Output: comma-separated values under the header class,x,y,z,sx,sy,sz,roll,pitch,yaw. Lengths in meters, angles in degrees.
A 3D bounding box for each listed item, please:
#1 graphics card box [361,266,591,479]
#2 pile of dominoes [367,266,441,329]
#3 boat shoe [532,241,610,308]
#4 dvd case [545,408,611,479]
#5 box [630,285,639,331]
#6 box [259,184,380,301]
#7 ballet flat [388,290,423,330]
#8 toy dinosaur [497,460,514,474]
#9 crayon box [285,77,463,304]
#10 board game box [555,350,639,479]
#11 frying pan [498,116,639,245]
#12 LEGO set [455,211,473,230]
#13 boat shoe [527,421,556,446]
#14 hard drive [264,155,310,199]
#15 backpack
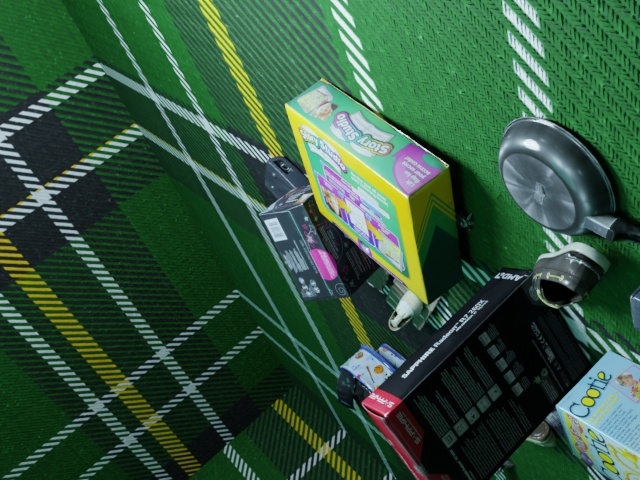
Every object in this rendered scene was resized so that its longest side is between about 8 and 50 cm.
class,x,y,z,sx,sy,sz,roll,pitch,yaw
graphics card box,0.273,0.247,1.238,0.233,0.371,0.094,55,162,-16
pile of dominoes,0.202,0.093,1.711,0.196,0.040,0.251,46,154,17
boat shoe,0.361,0.063,1.102,0.081,0.069,0.228,35,169,9
dvd case,0.559,0.415,1.467,0.221,0.018,0.164,46,161,18
box,0.456,0.061,0.700,0.232,0.183,0.059,33,156,47
box,0.000,0.000,1.702,0.163,0.142,0.247,-10,112,46
ballet flat,0.199,0.171,1.708,0.057,0.052,0.168,45,154,17
toy dinosaur,0.405,0.652,2.013,0.164,0.218,0.322,28,152,54
crayon box,0.105,-0.094,1.386,0.363,0.106,0.313,42,161,38
board game box,0.529,0.316,1.116,0.275,0.144,0.142,30,154,51
frying pan,0.359,-0.033,0.999,0.326,0.053,0.197,51,165,9
LEGO set,0.248,-0.033,1.309,0.054,0.023,0.083,45,162,16
boat shoe,0.461,0.432,1.681,0.072,0.068,0.190,47,167,-30
hard drive,-0.041,-0.098,1.862,0.255,0.054,0.172,46,162,10
backpack,0.182,0.435,2.148,0.276,0.213,0.263,30,162,36
